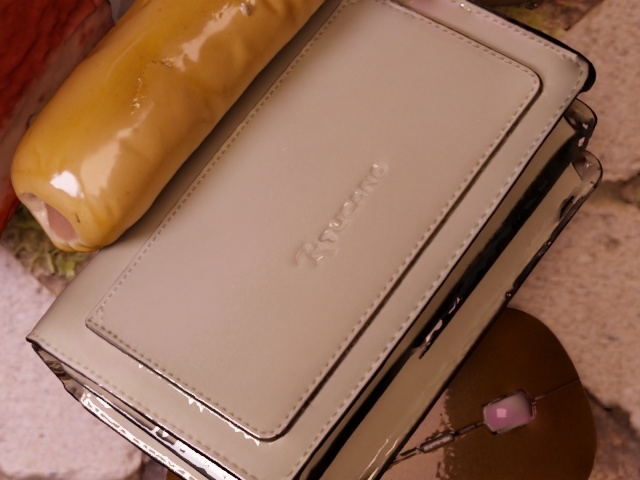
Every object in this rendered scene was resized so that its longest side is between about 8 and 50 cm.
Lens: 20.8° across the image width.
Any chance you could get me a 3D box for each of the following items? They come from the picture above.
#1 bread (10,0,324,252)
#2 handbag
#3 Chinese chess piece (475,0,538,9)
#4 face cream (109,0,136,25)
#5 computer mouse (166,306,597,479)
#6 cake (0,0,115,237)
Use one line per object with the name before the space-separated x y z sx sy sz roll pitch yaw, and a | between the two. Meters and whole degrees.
bread | -0.091 -0.127 1.160 0.091 0.142 0.305 42 78 -13
handbag | 0.000 0.000 1.176 0.236 0.160 0.358 32 74 22
Chinese chess piece | 0.124 -0.301 1.257 0.273 0.102 0.273 -1 83 6
face cream | -0.099 -0.152 1.278 0.144 0.071 0.291 9 85 5
computer mouse | 0.042 0.159 1.240 0.310 0.072 0.158 -22 85 2
cake | -0.332 -0.147 1.157 0.269 0.319 0.270 32 83 29
